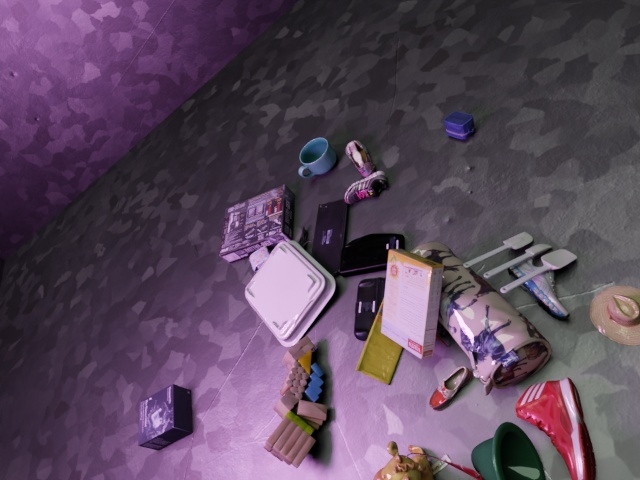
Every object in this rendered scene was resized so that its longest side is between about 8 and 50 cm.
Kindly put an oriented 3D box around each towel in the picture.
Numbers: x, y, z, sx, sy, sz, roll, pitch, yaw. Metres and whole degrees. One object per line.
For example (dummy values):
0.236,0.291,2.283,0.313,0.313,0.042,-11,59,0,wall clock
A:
0.188,0.272,1.277,0.102,0.021,0.237,21,72,12,towel

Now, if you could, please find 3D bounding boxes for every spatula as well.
0.499,0.050,1.148,0.242,0.019,0.168,-21,38,-22,spatula

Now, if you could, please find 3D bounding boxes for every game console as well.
0.152,0.137,1.414,0.213,0.044,0.361,-12,53,31,game console

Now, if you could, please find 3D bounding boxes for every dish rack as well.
-0.125,0.163,1.550,0.286,0.072,0.333,-53,46,4,dish rack

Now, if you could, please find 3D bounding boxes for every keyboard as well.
0.000,0.000,1.625,0.201,0.033,0.317,-11,54,29,keyboard

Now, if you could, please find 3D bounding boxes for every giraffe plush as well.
0.189,0.546,1.011,0.181,0.170,0.210,30,80,44,giraffe plush

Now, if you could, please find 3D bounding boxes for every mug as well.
-0.014,-0.319,1.808,0.157,0.097,0.130,-28,48,18,mug

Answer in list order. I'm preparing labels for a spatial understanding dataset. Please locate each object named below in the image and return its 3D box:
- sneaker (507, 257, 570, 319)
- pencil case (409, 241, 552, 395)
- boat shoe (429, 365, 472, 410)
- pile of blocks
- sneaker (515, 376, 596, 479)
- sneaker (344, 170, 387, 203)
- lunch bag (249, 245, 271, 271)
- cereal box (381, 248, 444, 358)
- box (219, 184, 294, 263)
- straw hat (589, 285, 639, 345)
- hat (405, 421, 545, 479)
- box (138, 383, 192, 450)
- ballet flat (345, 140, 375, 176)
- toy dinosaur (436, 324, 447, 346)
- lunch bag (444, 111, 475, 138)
0.554,0.110,1.125,0.083,0.071,0.191,-34,46,4,sneaker
0.361,0.174,1.149,0.183,0.160,0.410,-23,44,-14,pencil case
0.320,0.366,1.132,0.137,0.043,0.049,-45,47,3,boat shoe
-0.063,0.465,1.316,0.113,0.148,0.362,117,168,-50,pile of blocks
0.492,0.408,0.966,0.128,0.087,0.221,-21,38,34,sneaker
0.164,-0.177,1.604,0.170,0.063,0.075,-31,41,8,sneaker
-0.223,0.073,1.719,0.083,0.053,0.071,-31,48,1,lunch bag
0.231,0.157,1.168,0.173,0.047,0.240,27,117,58,cereal box
-0.254,-0.065,1.819,0.307,0.076,0.243,-19,51,24,box
0.675,0.153,1.010,0.144,0.061,0.145,-19,52,25,straw hat
0.342,0.485,0.974,0.183,0.209,0.173,-33,-2,42,hat
-0.526,0.598,1.546,0.158,0.093,0.156,-30,47,14,box
0.139,-0.325,1.714,0.077,0.079,0.222,-34,46,13,ballet flat
0.296,0.245,1.237,0.082,0.047,0.090,-22,58,46,toy dinosaur
0.470,-0.382,1.527,0.067,0.065,0.098,-38,42,-14,lunch bag
